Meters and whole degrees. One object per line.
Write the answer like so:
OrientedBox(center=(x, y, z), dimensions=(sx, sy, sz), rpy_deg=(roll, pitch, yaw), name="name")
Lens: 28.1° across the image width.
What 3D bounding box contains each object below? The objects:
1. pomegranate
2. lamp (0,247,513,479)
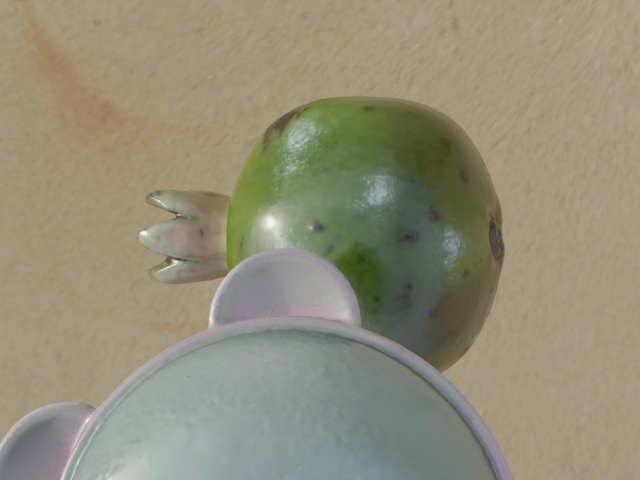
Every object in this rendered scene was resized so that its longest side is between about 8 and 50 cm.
OrientedBox(center=(-0.001, 0.001, 0.781), dimensions=(0.225, 0.187, 0.187), rpy_deg=(2, 112, 23), name="pomegranate")
OrientedBox(center=(0.000, 0.136, 0.475), dimensions=(0.179, 0.108, 0.246), rpy_deg=(-36, 85, -2), name="lamp")
